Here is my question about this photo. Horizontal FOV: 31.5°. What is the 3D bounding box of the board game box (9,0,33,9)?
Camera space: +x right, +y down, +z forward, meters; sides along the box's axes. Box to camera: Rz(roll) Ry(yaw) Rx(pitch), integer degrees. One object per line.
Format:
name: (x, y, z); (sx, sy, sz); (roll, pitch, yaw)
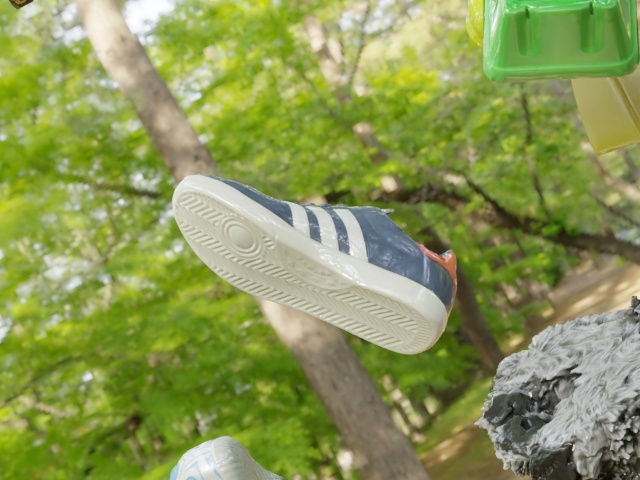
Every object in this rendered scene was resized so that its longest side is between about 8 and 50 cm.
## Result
board game box: (-0.415, -0.405, 1.319); (0.030, 0.259, 0.136); (-27, -16, -2)

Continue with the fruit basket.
fruit basket: (0.372, -0.421, 1.870); (0.283, 0.392, 0.392); (-1, -1, 12)

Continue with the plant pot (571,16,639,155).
plant pot: (0.586, -0.302, 2.107); (0.212, 0.187, 0.212); (-33, 3, -11)

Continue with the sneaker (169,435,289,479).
sneaker: (-0.064, 0.289, 1.194); (0.086, 0.237, 0.085); (-28, 34, 23)

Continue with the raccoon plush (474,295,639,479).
raccoon plush: (0.382, 0.215, 1.171); (0.446, 0.299, 0.216); (-32, 21, 14)

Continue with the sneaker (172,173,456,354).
sneaker: (0.000, 0.000, 1.340); (0.148, 0.350, 0.131); (-58, -6, -42)
